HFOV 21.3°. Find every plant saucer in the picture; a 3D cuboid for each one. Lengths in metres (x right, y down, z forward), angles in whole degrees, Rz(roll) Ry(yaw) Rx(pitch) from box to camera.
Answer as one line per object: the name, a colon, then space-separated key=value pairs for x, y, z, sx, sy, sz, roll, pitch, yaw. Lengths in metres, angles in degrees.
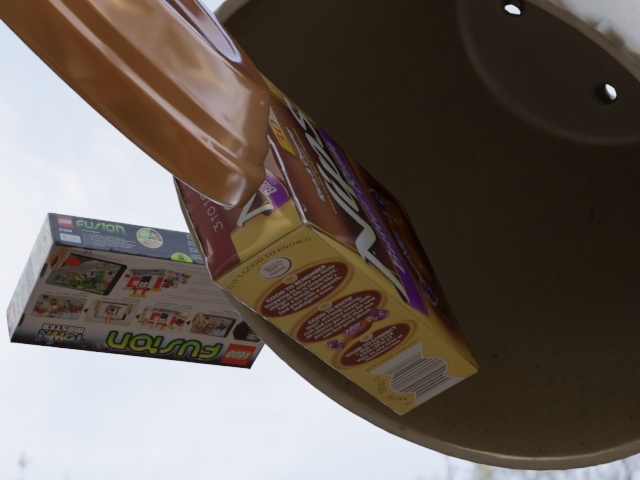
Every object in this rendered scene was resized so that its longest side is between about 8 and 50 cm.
plant saucer: x=-0.083 y=-0.095 z=0.576 sx=0.037 sy=0.200 sz=0.200 roll=-43 pitch=-65 yaw=7

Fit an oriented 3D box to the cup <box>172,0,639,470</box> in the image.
cup: x=0.115 y=-0.069 z=0.975 sx=0.331 sy=0.237 sz=0.331 roll=19 pitch=-46 yaw=21

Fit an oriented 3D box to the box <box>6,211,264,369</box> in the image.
box: x=-0.130 y=0.042 z=1.334 sx=0.207 sy=0.036 sz=0.114 roll=9 pitch=-48 yaw=-26

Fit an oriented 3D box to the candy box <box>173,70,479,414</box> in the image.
candy box: x=0.000 y=0.000 z=0.795 sx=0.053 sy=0.109 sz=0.186 roll=-33 pitch=-34 yaw=14
